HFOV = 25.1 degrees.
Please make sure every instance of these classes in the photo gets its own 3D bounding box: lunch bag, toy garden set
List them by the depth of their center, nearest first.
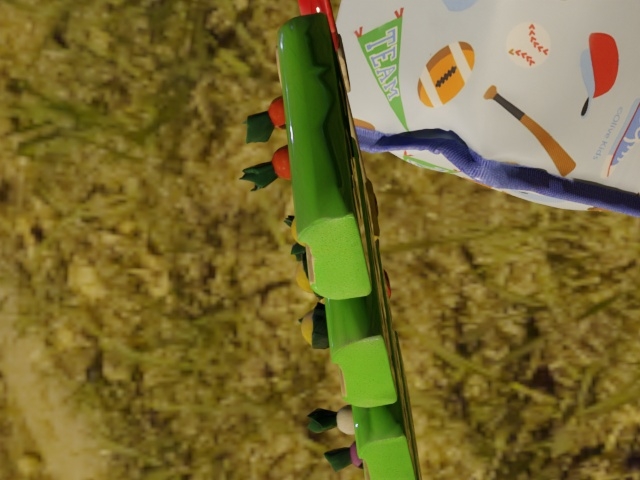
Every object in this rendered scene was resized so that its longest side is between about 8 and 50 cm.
[{"bbox_3d":[0.000,0.000,0.632,0.244,0.049,0.203,75,-174,-48],"label":"toy garden set"},{"bbox_3d":[0.228,-0.180,1.070,0.239,0.385,0.327,22,98,48],"label":"lunch bag"}]
